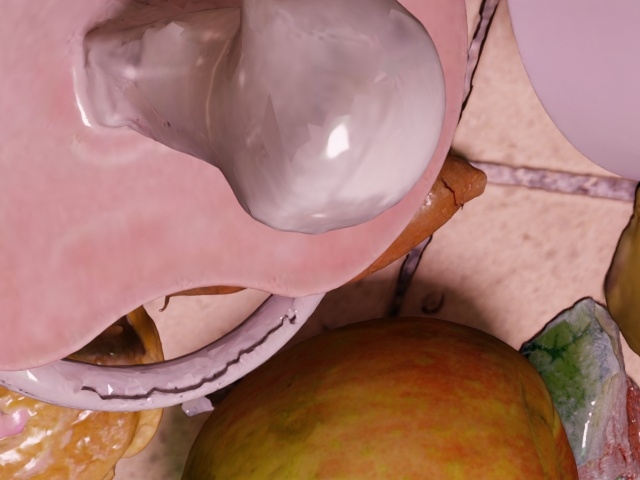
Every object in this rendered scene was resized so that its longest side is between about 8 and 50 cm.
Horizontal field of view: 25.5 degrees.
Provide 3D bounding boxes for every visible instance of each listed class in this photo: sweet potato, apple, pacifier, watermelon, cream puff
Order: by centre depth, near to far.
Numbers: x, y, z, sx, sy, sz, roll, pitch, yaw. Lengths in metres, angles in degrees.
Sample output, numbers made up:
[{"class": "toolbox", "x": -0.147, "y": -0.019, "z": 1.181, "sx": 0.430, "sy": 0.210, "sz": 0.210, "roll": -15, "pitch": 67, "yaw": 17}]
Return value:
[{"class": "pacifier", "x": -0.061, "y": -0.067, "z": 0.592, "sx": 0.332, "sy": 0.220, "sz": 0.273, "roll": -13, "pitch": 161, "yaw": -29}, {"class": "cream puff", "x": -0.176, "y": 0.058, "z": 0.721, "sx": 0.189, "sy": 0.129, "sz": 0.189, "roll": -14, "pitch": 121, "yaw": -24}, {"class": "sweet potato", "x": 0.000, "y": 0.000, "z": 0.775, "sx": 0.195, "sy": 0.056, "sz": 0.056, "roll": -19, "pitch": 128, "yaw": 4}, {"class": "apple", "x": 0.039, "y": 0.169, "z": 0.788, "sx": 0.226, "sy": 0.246, "sz": 0.246, "roll": -18, "pitch": 128, "yaw": 11}, {"class": "watermelon", "x": 0.174, "y": 0.133, "z": 0.909, "sx": 0.139, "sy": 0.071, "sz": 0.187, "roll": 9, "pitch": 122, "yaw": -25}]

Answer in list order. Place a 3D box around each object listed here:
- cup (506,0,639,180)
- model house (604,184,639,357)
[{"class": "cup", "x": 0.269, "y": -0.119, "z": 0.532, "sx": 0.253, "sy": 0.371, "sz": 0.253, "roll": -12, "pitch": 109, "yaw": -37}, {"class": "model house", "x": 0.305, "y": 0.019, "z": 0.780, "sx": 0.234, "sy": 0.193, "sz": 0.175, "roll": -4, "pitch": 124, "yaw": -12}]
